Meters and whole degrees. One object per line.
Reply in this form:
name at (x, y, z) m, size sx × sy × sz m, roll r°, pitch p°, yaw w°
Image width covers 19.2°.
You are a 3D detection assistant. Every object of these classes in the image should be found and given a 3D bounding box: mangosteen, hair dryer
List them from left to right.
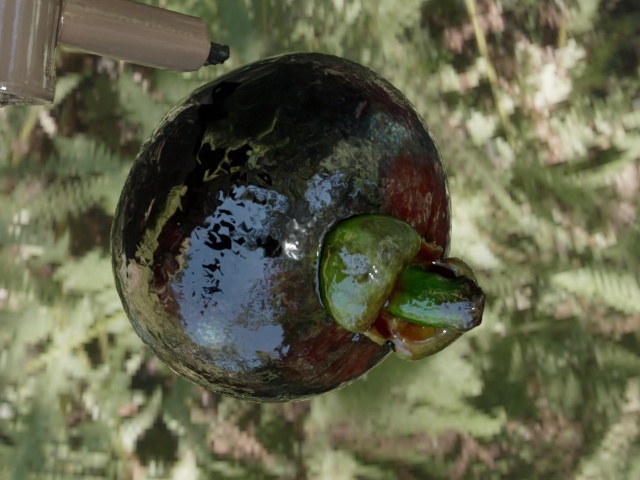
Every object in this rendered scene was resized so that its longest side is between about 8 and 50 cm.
hair dryer at (-0.120, -0.120, 1.007) m, size 0.182 × 0.117 × 0.064 m, roll 9°, pitch 174°, yaw -44°
mangosteen at (-0.007, -0.001, 1.106) m, size 0.216 × 0.216 × 0.216 m, roll -2°, pitch 126°, yaw -2°
